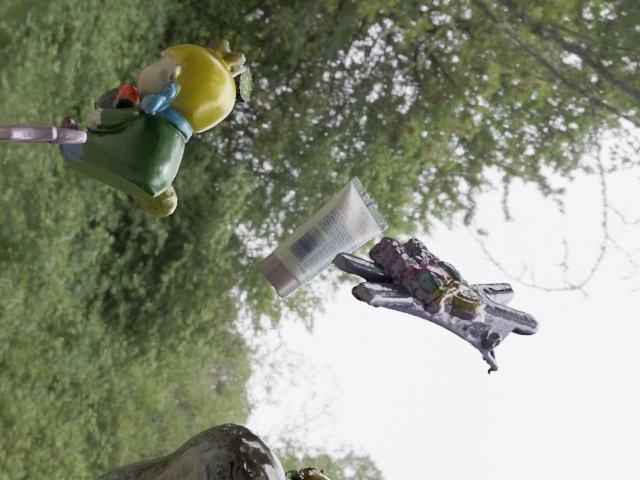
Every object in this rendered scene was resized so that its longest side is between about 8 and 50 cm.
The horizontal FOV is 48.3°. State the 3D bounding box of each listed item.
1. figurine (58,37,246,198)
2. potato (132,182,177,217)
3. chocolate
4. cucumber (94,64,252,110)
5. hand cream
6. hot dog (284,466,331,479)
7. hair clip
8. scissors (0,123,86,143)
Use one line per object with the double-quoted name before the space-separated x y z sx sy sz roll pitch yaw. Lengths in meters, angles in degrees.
"figurine" -0.215 -0.174 0.924 0.185 0.127 0.234 17 -104 32
"potato" -0.346 -0.120 1.408 0.105 0.188 0.085 1 -133 41
"chocolate" -0.138 0.244 0.662 0.248 0.110 0.110 -30 -127 21
"cucumber" -0.254 -0.241 1.173 0.294 0.067 0.067 -4 -104 18
"hand cream" 0.000 0.000 1.321 0.248 0.133 0.083 -37 -145 -6
"hot dog" -0.065 0.357 0.775 0.100 0.337 0.135 38 -65 5
"hair clip" 0.130 0.057 0.747 0.090 0.278 0.137 -46 -137 15
"scissors" -0.327 -0.102 0.656 0.110 0.212 0.021 -31 126 -78
